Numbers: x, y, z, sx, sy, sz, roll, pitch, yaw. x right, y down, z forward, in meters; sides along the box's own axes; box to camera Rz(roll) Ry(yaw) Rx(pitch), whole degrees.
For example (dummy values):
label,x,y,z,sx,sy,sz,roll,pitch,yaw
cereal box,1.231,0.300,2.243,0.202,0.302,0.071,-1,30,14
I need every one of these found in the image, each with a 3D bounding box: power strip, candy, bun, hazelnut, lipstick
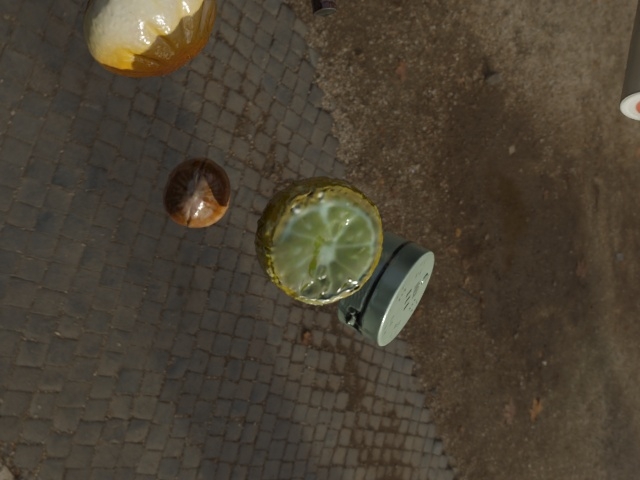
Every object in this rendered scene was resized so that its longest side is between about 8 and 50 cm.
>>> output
label,x,y,z,sx,sy,sz,roll,pitch,yaw
power strip,0.202,0.157,1.608,0.357,0.162,0.357,-45,152,-33
candy,0.000,0.000,1.020,0.260,0.118,0.259,-6,107,-22
bun,-0.323,-0.440,1.064,0.299,0.299,0.164,-44,103,-32
hazelnut,-0.259,-0.100,1.062,0.150,0.150,0.150,0,90,-41
lipstick,0.557,-0.357,0.836,0.087,0.087,0.326,29,72,-37

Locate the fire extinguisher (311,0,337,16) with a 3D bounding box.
label,x,y,z,sx,sy,sz,roll,pitch,yaw
fire extinguisher,-0.004,-0.766,1.446,0.089,0.072,0.267,-37,119,-83
